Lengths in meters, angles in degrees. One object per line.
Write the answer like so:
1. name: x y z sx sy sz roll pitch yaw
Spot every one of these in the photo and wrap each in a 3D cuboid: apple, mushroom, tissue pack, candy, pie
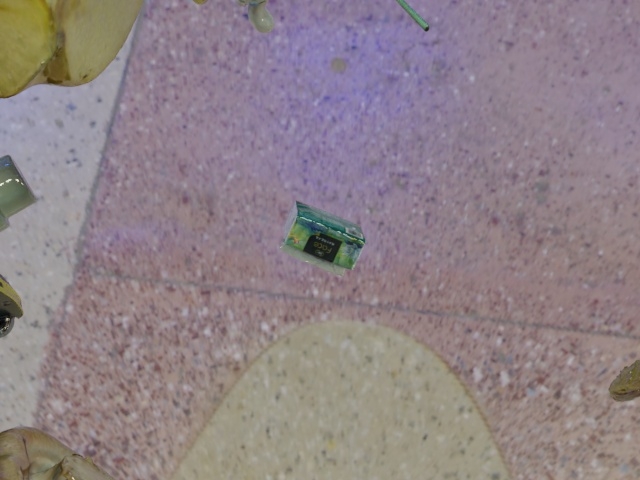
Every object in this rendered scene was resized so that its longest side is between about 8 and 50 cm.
1. apple: -0.287 -0.305 0.995 0.314 0.309 0.252 -13 57 -19
2. mushroom: -0.344 0.354 1.364 0.278 0.278 0.146 41 97 16
3. tissue pack: 0.001 0.001 1.556 0.111 0.085 0.079 21 105 -10
4. candy: 0.070 -0.310 1.223 0.061 0.061 0.202 -29 59 -15
5. pie: 0.206 0.061 0.569 0.170 0.092 0.034 -14 70 -46

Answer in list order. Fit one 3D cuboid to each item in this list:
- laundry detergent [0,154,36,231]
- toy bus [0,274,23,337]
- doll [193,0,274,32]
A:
1. laundry detergent: -0.512 0.032 1.183 0.398 0.264 0.124 -31 71 -10
2. toy bus: -0.681 0.111 1.746 0.331 0.145 0.151 -19 63 -2
3. doll: -0.182 -0.549 2.116 0.243 0.311 0.159 -7 62 9
